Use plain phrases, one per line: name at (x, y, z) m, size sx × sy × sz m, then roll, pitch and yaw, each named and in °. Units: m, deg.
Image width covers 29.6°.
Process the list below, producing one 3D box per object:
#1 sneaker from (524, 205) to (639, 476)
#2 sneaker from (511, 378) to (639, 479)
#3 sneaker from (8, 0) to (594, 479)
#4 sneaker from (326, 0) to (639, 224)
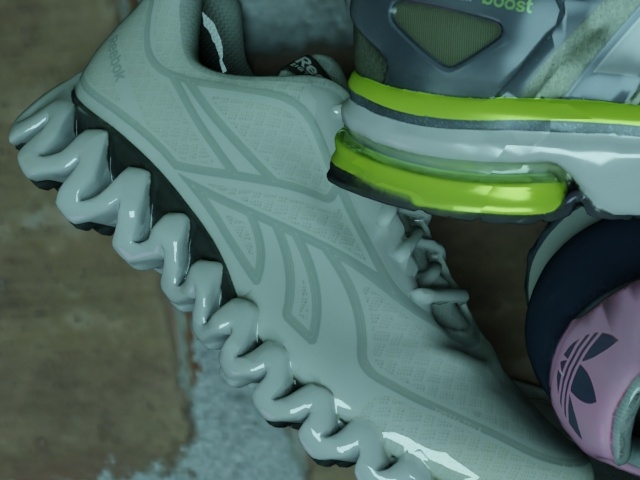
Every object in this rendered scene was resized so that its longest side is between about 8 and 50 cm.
sneaker at (0.225, 0.069, 0.404) m, size 0.318 × 0.131 × 0.112 m, roll 10°, pitch 112°, yaw 5°
sneaker at (0.136, 0.174, 0.565) m, size 0.295 × 0.104 × 0.147 m, roll 27°, pitch 107°, yaw -6°
sneaker at (0.000, 0.000, 0.483) m, size 0.292 × 0.110 × 0.118 m, roll 41°, pitch 98°, yaw 21°
sneaker at (0.146, -0.073, 0.378) m, size 0.299 × 0.111 × 0.121 m, roll -2°, pitch 106°, yaw 8°
